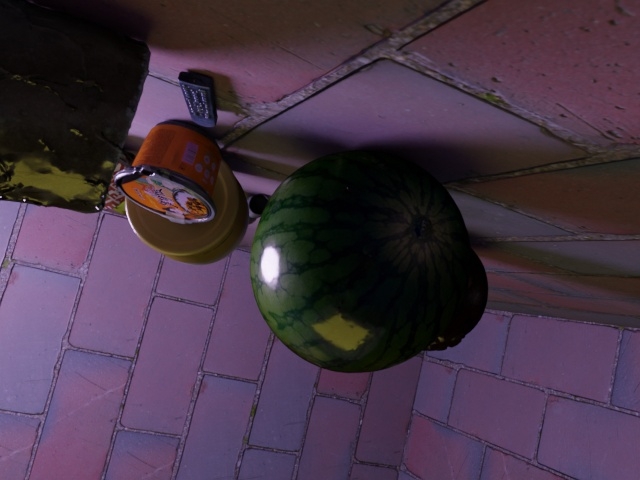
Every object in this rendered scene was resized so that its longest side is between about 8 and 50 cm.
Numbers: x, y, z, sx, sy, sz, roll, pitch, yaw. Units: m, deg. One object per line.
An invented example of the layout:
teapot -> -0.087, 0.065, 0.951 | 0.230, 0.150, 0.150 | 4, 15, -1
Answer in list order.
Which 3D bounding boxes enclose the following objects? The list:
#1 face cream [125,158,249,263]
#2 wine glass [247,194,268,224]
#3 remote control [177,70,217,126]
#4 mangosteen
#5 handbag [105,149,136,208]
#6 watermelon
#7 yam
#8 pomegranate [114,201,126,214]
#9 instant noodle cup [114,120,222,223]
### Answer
face cream -> -0.259, -0.066, 1.256 | 0.218, 0.218, 0.179 | 13, 172, 2
wine glass -> -0.176, -0.080, 1.627 | 0.066, 0.066, 0.198 | 15, 173, -14
remote control -> -0.166, -0.193, 0.869 | 0.043, 0.027, 0.152 | 20, 171, -2
mangosteen -> 0.241, 0.091, 1.527 | 0.305, 0.360, 0.306 | -14, 155, -7
handbag -> -0.533, -0.158, 1.353 | 0.297, 0.151, 0.171 | 6, 165, 27
watermelon -> 0.057, 0.028, 0.953 | 0.362, 0.364, 0.363 | 13, 173, 2
yam -> -0.375, -0.166, 0.680 | 0.347, 0.241, 0.241 | 13, 174, -17
pomegranate -> -0.479, -0.130, 1.538 | 0.169, 0.122, 0.143 | 21, 150, 31
instant noodle cup -> -0.248, -0.124, 1.080 | 0.177, 0.126, 0.208 | 18, 159, -10
